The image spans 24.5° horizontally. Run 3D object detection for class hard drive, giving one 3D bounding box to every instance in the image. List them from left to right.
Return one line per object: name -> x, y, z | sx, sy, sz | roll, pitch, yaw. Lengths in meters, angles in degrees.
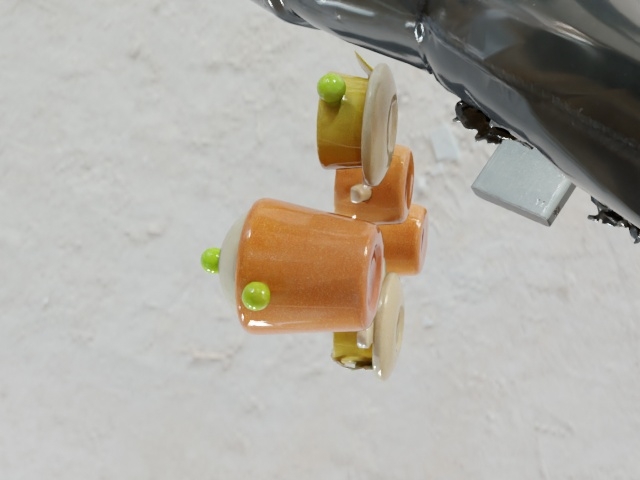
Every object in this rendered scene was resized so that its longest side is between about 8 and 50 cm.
hard drive -> 0.225, -0.087, 1.474 | 0.135, 0.094, 0.022 | -55, 143, -12

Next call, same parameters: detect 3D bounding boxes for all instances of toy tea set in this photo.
toy tea set -> 0.000, 0.000, 1.120 | 0.124, 0.336, 0.200 | 5, 72, 11

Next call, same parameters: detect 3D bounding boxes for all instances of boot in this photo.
boot -> 0.221, -0.086, 0.794 | 0.445, 0.367, 0.146 | 34, 124, 31
